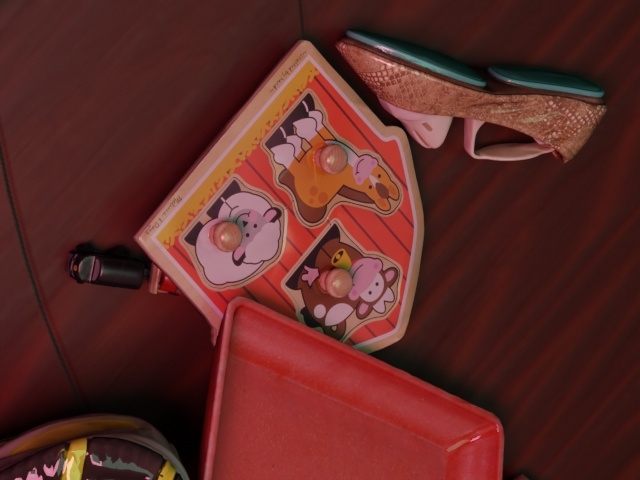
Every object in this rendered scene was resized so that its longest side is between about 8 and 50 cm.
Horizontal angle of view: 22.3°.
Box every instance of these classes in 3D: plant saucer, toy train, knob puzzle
[{"bbox_3d":[0.010,0.198,1.012,0.258,0.048,0.259,27,57,-37],"label":"plant saucer"},{"bbox_3d":[-0.083,0.023,1.035,0.158,0.036,0.027,6,97,-26],"label":"toy train"},{"bbox_3d":[0.000,0.000,1.038,0.213,0.030,0.213,-4,98,-32],"label":"knob puzzle"}]

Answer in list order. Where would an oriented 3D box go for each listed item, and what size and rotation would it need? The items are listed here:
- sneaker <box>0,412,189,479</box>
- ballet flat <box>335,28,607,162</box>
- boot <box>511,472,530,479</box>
[{"bbox_3d":[-0.246,0.217,0.942,0.384,0.147,0.145,-21,97,1],"label":"sneaker"},{"bbox_3d":[0.098,-0.089,1.084,0.206,0.073,0.067,10,110,-23],"label":"ballet flat"},{"bbox_3d":[0.109,0.189,1.159,0.114,0.037,0.106,-25,123,-16],"label":"boot"}]
